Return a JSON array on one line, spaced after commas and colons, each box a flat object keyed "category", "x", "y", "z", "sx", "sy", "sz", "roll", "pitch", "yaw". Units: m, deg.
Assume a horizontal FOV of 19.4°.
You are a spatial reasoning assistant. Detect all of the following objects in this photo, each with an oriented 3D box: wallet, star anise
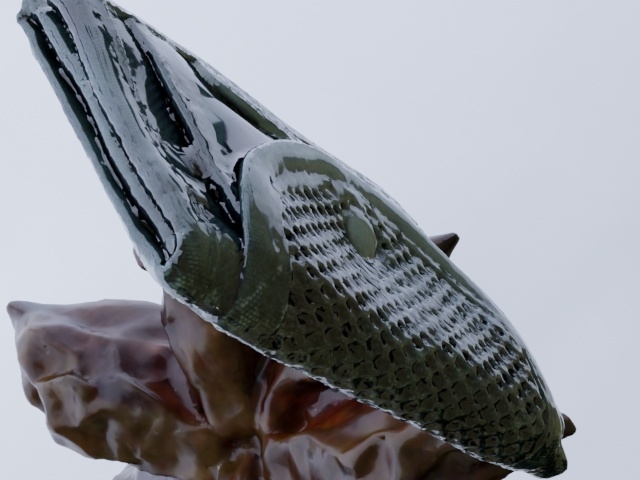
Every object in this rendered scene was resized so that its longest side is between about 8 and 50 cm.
[{"category": "wallet", "x": 0.000, "y": 0.000, "z": 0.377, "sx": 0.026, "sy": 0.088, "sz": 0.129, "roll": -43, "pitch": -41, "yaw": 13}, {"category": "star anise", "x": -0.019, "y": 0.064, "z": 0.624, "sx": 0.111, "sy": 0.196, "sz": 0.212, "roll": -32, "pitch": -11, "yaw": -28}]
